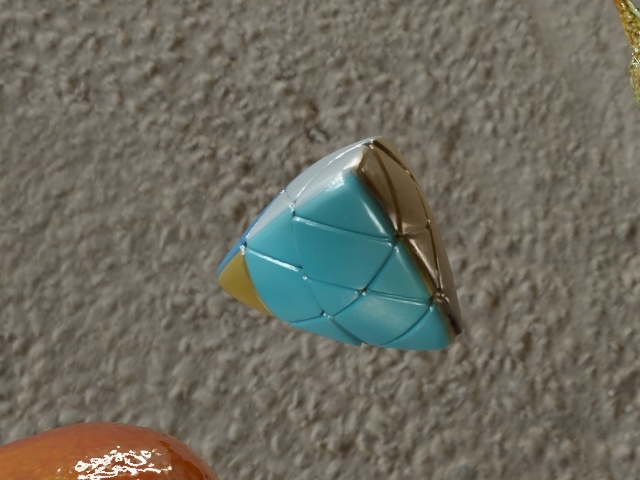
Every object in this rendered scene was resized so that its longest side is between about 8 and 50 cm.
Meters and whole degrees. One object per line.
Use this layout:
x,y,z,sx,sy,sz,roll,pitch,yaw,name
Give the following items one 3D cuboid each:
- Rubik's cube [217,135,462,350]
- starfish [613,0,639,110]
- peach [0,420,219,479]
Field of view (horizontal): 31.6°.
0.000,0.000,1.108,0.254,0.254,0.254,10,52,-13,Rubik's cube
0.357,-0.121,1.102,0.358,0.078,0.347,22,37,-46,starfish
-0.206,0.323,0.940,0.290,0.372,0.372,9,52,-22,peach
